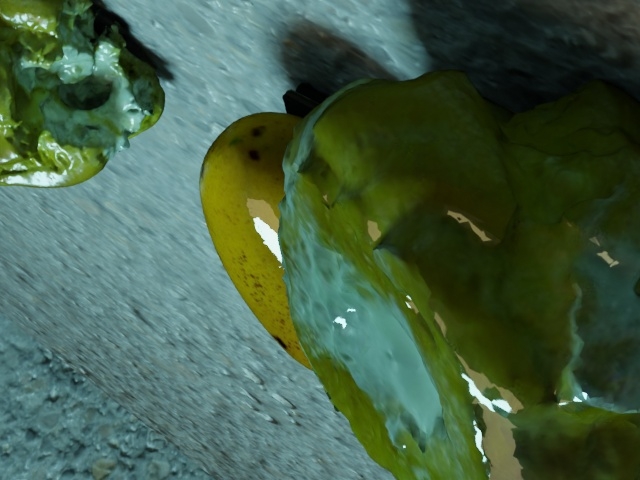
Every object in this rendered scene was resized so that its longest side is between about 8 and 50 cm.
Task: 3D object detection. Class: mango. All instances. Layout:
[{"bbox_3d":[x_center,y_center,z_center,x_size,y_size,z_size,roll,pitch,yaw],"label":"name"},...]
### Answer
[{"bbox_3d":[0.000,0.000,1.608,0.191,0.160,0.290,30,164,49],"label":"mango"}]

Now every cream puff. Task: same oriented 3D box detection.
[{"bbox_3d":[0.153,0.034,1.381,0.378,0.275,0.378,49,158,28],"label":"cream puff"},{"bbox_3d":[-0.267,-0.138,1.756,0.195,0.195,0.221,15,154,45],"label":"cream puff"}]

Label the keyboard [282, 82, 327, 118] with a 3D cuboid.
[{"bbox_3d":[0.029,-0.044,1.752,0.106,0.027,0.317,31,164,15],"label":"keyboard"}]
